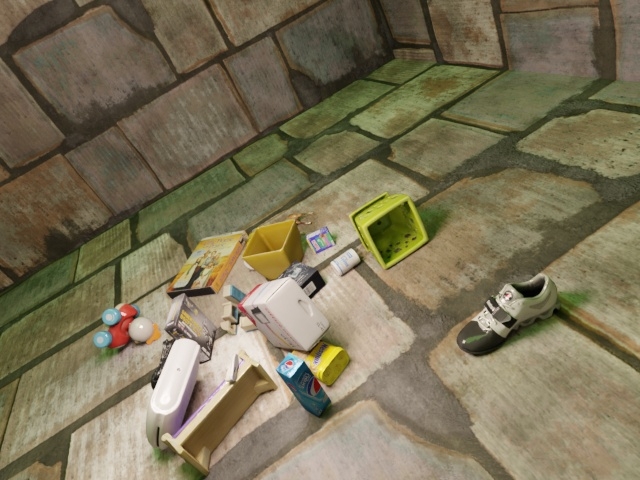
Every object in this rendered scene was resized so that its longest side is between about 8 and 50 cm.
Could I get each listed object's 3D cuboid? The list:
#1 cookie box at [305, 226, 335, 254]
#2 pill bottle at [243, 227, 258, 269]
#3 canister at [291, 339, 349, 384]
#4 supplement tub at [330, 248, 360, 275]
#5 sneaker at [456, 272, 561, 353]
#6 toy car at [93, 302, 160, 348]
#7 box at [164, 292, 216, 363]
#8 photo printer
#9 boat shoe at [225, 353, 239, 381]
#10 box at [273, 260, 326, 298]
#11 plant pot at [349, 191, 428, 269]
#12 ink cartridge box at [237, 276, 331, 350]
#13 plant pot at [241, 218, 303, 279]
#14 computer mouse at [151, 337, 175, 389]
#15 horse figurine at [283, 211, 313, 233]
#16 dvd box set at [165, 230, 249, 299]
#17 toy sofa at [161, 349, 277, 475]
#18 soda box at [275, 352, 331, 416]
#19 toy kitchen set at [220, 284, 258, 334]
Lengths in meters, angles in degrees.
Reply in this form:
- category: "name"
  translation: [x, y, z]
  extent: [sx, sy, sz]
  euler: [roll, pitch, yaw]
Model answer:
- category: "cookie box"
  translation: [0.000, 0.000, 2.006]
  extent: [0.107, 0.091, 0.040]
  euler: [-25, 29, 6]
- category: "pill bottle"
  translation: [-0.309, 0.042, 2.153]
  extent: [0.117, 0.117, 0.214]
  euler: [-16, 34, 18]
- category: "canister"
  translation: [-0.007, 0.396, 1.478]
  extent: [0.170, 0.073, 0.126]
  euler: [12, 49, 47]
- category: "supplement tub"
  translation: [0.103, 0.090, 1.822]
  extent: [0.107, 0.071, 0.071]
  euler: [-36, 33, -10]
- category: "sneaker"
  translation: [0.532, 0.200, 1.284]
  extent: [0.331, 0.146, 0.122]
  euler: [-31, 34, -2]
- category: "toy car"
  translation: [-0.854, 0.418, 2.014]
  extent: [0.238, 0.219, 0.210]
  euler: [21, 88, 5]
- category: "box"
  translation: [-0.515, 0.354, 1.768]
  extent: [0.056, 0.231, 0.183]
  euler: [-24, 32, 12]
- category: "photo printer"
  translation: [-0.506, 0.534, 1.508]
  extent: [0.107, 0.255, 0.307]
  euler: [14, 38, -6]
- category: "boat shoe"
  translation: [-0.289, 0.413, 1.424]
  extent: [0.035, 0.035, 0.100]
  euler: [-13, 43, 12]
- category: "box"
  translation: [-0.093, 0.181, 1.823]
  extent: [0.156, 0.093, 0.158]
  euler: [-43, 34, -22]
- category: "plant pot"
  translation: [0.261, -0.056, 1.776]
  extent: [0.227, 0.228, 0.207]
  euler: [-33, 25, -7]
- category: "ink cartridge box"
  translation: [-0.135, 0.259, 1.530]
  extent: [0.131, 0.226, 0.306]
  euler: [-45, 11, -25]
- category: "plant pot"
  translation: [-0.191, 0.057, 1.978]
  extent: [0.212, 0.187, 0.212]
  euler: [-12, 36, 26]
- category: "computer mouse"
  translation: [-0.592, 0.468, 1.649]
  extent: [0.060, 0.262, 0.184]
  euler: [14, 57, -6]
- category: "horse figurine"
  translation: [-0.144, -0.072, 2.238]
  extent: [0.175, 0.066, 0.263]
  euler: [1, 40, 29]
- category: "dvd box set"
  translation: [-0.581, 0.122, 2.297]
  extent: [0.308, 0.062, 0.420]
  euler: [-9, 37, 27]
- category: "toy sofa"
  translation: [-0.333, 0.545, 1.443]
  extent: [0.177, 0.150, 0.362]
  euler: [14, 51, 45]
- category: "soda box"
  translation: [-0.049, 0.436, 1.323]
  extent: [0.071, 0.210, 0.067]
  euler: [12, 49, 45]
- category: "toy kitchen set"
  translation: [-0.311, 0.290, 1.847]
  extent: [0.166, 0.122, 0.207]
  euler: [-16, 55, 19]
